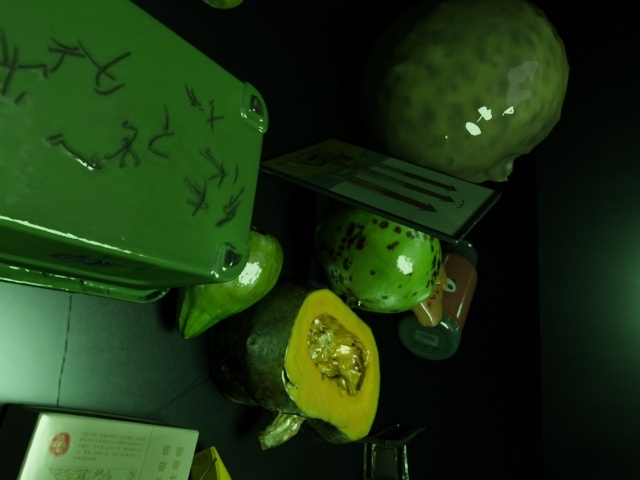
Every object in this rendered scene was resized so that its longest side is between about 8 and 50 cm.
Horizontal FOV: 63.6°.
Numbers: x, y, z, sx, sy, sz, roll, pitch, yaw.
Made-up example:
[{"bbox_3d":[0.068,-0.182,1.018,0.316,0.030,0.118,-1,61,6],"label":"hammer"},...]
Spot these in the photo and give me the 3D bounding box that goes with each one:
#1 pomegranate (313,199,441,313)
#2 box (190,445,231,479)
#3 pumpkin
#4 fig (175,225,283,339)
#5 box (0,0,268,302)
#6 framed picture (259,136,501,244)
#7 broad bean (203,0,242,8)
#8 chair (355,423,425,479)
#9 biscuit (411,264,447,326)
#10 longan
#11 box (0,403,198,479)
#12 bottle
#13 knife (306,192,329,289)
[{"bbox_3d":[0.104,0.000,0.834,0.263,0.210,0.211,-54,133,-25],"label":"pomegranate"},{"bbox_3d":[-0.089,0.365,0.556,0.043,0.269,0.153,-21,110,-11],"label":"box"},{"bbox_3d":[-0.025,0.199,0.754,0.317,0.139,0.222,52,44,-46],"label":"pumpkin"},{"bbox_3d":[-0.119,0.051,0.632,0.123,0.123,0.156,35,69,-51],"label":"fig"},{"bbox_3d":[-0.199,-0.085,0.458,0.328,0.177,0.253,23,68,-54],"label":"box"},{"bbox_3d":[0.095,-0.092,0.798,0.244,0.323,0.013,-33,139,-53],"label":"framed picture"},{"bbox_3d":[-0.167,-0.362,0.640,0.213,0.048,0.071,28,65,-54],"label":"broad bean"},{"bbox_3d":[0.149,0.440,1.052,0.212,0.084,0.102,19,69,-56],"label":"chair"},{"bbox_3d":[0.167,0.025,1.062,0.306,0.043,0.284,28,46,-36],"label":"biscuit"},{"bbox_3d":[0.261,-0.278,0.984,0.391,0.390,0.392,5,84,-57],"label":"longan"},{"bbox_3d":[-0.223,0.246,0.512,0.201,0.058,0.141,34,60,-52],"label":"box"},{"bbox_3d":[0.302,0.122,1.244,0.336,0.143,0.144,-52,130,-45],"label":"bottle"},{"bbox_3d":[0.001,0.001,0.905,0.058,0.032,0.244,24,64,-49],"label":"knife"}]
